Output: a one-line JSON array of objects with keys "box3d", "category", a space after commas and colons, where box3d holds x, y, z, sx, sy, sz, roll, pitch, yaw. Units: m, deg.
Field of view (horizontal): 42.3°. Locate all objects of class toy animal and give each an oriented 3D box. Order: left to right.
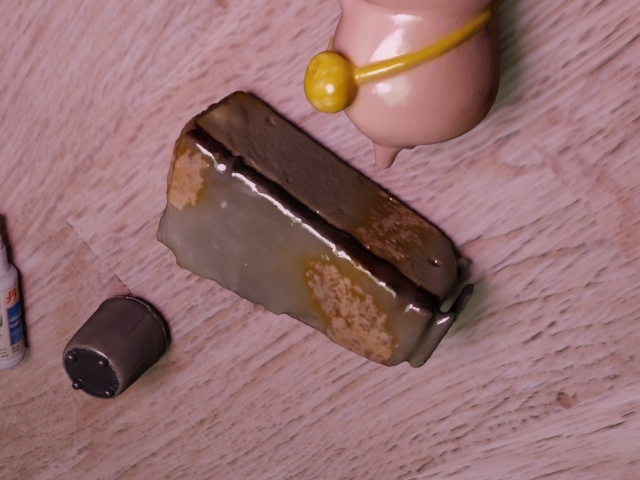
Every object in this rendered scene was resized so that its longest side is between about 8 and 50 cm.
[{"box3d": [0.070, -0.168, 0.608, 0.149, 0.165, 0.248, 20, 131, 10], "category": "toy animal"}]

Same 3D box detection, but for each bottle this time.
[{"box3d": [-0.410, 0.065, 1.043, 0.060, 0.060, 0.217, 18, 125, 17], "category": "bottle"}]

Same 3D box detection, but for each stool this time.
[{"box3d": [-0.238, 0.124, 0.956, 0.096, 0.110, 0.096, 11, 123, 17], "category": "stool"}]

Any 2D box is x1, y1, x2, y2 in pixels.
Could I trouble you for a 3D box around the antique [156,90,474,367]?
[{"box3d": [0.000, 0.000, 0.756, 0.284, 0.125, 0.150, 31, 128, 9], "category": "antique"}]
